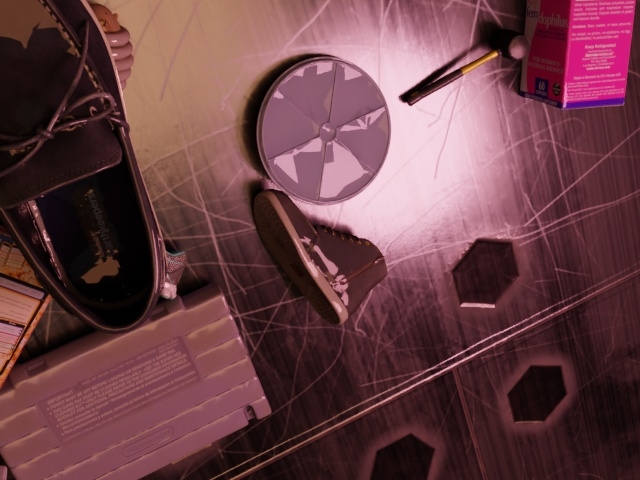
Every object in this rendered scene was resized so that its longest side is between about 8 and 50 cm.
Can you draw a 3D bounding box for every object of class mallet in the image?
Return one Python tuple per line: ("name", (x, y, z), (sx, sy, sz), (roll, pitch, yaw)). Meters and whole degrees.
("mallet", (0.204, -0.247, 1.190), (0.190, 0.062, 0.039), (-26, 116, 5))

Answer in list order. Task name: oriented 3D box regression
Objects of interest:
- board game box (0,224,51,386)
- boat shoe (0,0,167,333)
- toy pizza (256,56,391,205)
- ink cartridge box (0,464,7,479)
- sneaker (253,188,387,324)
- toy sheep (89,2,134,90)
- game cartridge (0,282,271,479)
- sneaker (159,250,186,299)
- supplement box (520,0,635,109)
("board game box", (-0.419, 0.077, 1.022), (0.147, 0.045, 0.193), (30, 91, -42))
("boat shoe", (-0.288, -0.110, 0.888), (0.187, 0.156, 0.500), (-21, 119, -8))
("toy pizza", (0.004, -0.148, 1.135), (0.201, 0.032, 0.201), (-5, 101, -24))
("ink cartridge box", (-0.529, 0.388, 1.117), (0.189, 0.066, 0.232), (8, 128, -16))
("sneaker", (0.000, 0.000, 1.183), (0.118, 0.083, 0.222), (-42, 111, -27))
("toy sheep", (-0.265, -0.214, 0.984), (0.091, 0.091, 0.132), (-2, 124, -21))
("game cartridge", (-0.267, 0.221, 1.158), (0.355, 0.068, 0.230), (-24, 112, -12))
("sneaker", (-0.248, 0.010, 1.094), (0.166, 0.065, 0.076), (35, 77, -32))
("supplement box", (0.366, -0.307, 1.183), (0.114, 0.111, 0.220), (-7, 111, -19))
